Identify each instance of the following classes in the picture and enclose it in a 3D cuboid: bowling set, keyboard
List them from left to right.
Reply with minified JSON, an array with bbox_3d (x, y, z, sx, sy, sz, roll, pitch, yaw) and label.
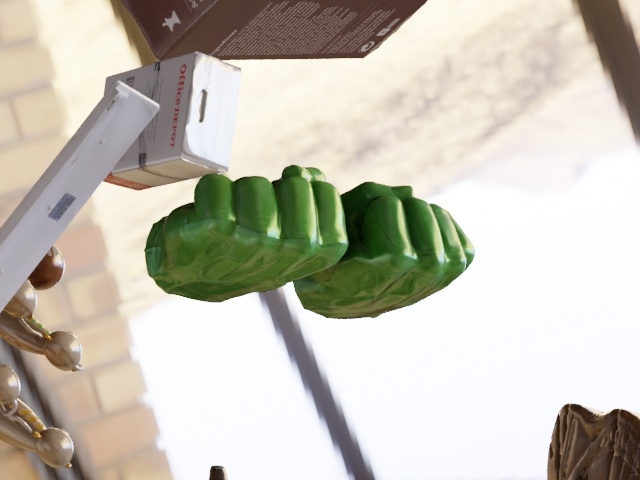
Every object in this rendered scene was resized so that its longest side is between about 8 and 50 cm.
[{"bbox_3d":[-0.326,0.085,2.096,0.154,0.287,0.200,23,-110,44],"label":"bowling set"},{"bbox_3d":[-0.243,-0.034,1.814,0.256,0.014,0.072,-51,153,6],"label":"keyboard"}]

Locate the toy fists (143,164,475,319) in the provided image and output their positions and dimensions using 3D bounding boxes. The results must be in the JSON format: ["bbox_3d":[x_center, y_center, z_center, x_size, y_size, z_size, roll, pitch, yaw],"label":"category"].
[{"bbox_3d":[0.000,0.000,1.620,0.279,0.096,0.142,10,162,-36],"label":"toy fists"}]

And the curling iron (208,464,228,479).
[{"bbox_3d":[-0.101,0.268,1.832,0.035,0.068,0.274,-55,-172,18],"label":"curling iron"}]

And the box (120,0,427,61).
[{"bbox_3d":[-0.064,-0.316,2.249,0.143,0.191,0.381,-41,161,35],"label":"box"}]

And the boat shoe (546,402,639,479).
[{"bbox_3d":[0.307,0.222,1.827,0.123,0.123,0.342,13,180,-9],"label":"boat shoe"}]

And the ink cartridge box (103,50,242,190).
[{"bbox_3d":[-0.149,-0.114,1.934,0.063,0.109,0.150,18,163,-39],"label":"ink cartridge box"}]
